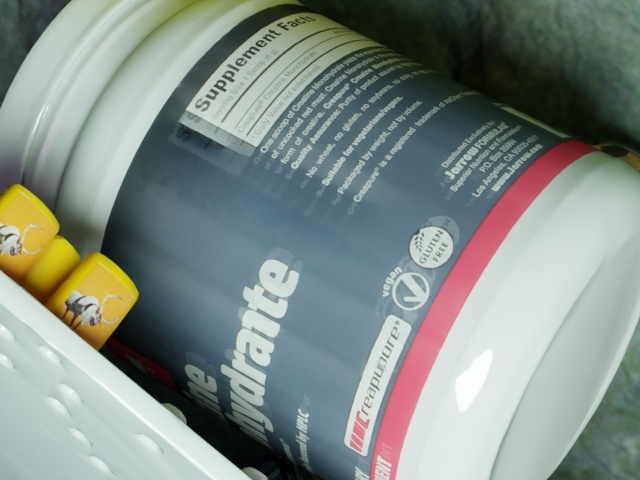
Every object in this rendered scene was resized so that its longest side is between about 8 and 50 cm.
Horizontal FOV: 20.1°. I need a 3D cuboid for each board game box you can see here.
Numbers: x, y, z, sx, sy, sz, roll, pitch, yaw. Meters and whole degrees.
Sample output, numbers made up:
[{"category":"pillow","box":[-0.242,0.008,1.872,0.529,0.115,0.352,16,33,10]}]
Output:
[{"category":"board game box","box":[-0.047,0.156,0.888,0.390,0.050,0.390,40,158,-6]}]

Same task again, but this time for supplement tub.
[{"category":"supplement tub","box":[0.000,0.000,0.837,0.272,0.191,0.191,28,118,22]}]

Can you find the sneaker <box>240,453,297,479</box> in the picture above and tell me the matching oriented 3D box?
[{"category":"sneaker","box":[-0.024,0.165,1.061,0.162,0.063,0.073,9,109,18]}]

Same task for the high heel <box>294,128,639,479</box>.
[{"category":"high heel","box":[0.086,0.061,0.955,0.186,0.093,0.261,21,107,21]}]
